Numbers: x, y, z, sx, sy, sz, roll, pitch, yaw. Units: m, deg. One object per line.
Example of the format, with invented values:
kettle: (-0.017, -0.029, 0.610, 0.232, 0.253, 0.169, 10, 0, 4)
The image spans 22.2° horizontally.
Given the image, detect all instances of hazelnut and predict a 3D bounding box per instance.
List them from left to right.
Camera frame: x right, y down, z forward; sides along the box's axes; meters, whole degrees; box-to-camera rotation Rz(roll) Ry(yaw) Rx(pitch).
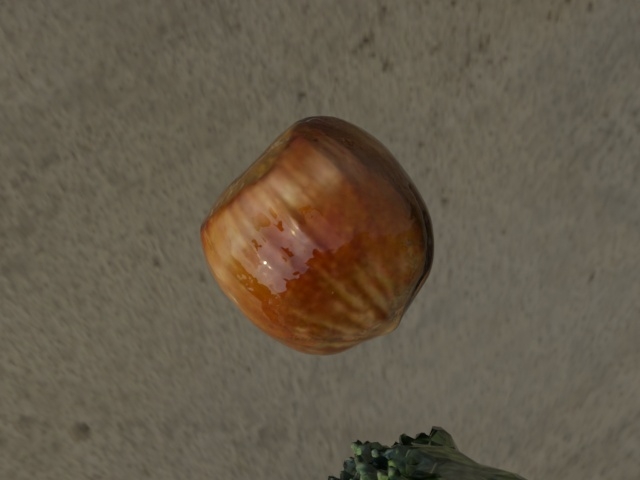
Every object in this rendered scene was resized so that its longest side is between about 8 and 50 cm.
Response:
hazelnut: (0.000, 0.000, 1.108, 0.150, 0.150, 0.150, -1, 74, 3)

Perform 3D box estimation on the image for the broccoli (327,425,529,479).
broccoli: (0.057, 0.299, 0.923, 0.249, 0.302, 0.375, -17, 83, -1)
